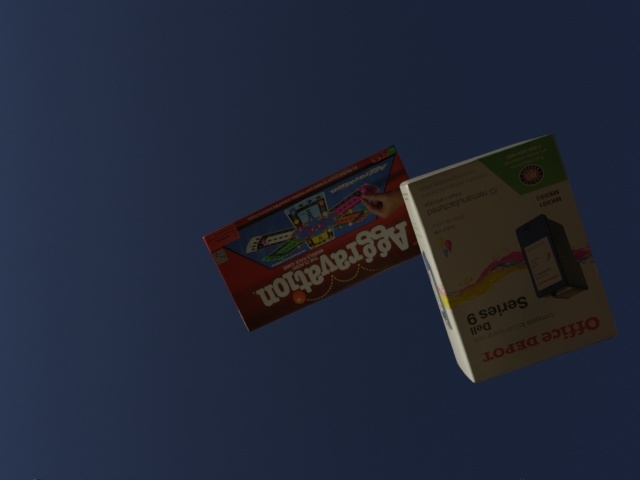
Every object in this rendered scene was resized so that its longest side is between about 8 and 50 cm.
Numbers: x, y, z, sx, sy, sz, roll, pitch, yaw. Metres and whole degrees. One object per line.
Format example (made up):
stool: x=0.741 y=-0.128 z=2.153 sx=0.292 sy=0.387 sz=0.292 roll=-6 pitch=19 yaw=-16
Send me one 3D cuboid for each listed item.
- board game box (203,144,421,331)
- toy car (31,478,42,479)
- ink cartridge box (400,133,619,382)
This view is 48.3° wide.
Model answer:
board game box: x=0.000 y=0.000 z=0.944 sx=0.281 sy=0.027 sz=0.145 roll=-25 pitch=-86 yaw=9
toy car: x=-0.134 y=0.222 z=0.327 sx=0.155 sy=0.188 sz=0.149 roll=-45 pitch=-74 yaw=-29
ink cartridge box: x=0.188 y=0.017 z=0.732 sx=0.154 sy=0.093 sz=0.213 roll=-18 pitch=-86 yaw=3
